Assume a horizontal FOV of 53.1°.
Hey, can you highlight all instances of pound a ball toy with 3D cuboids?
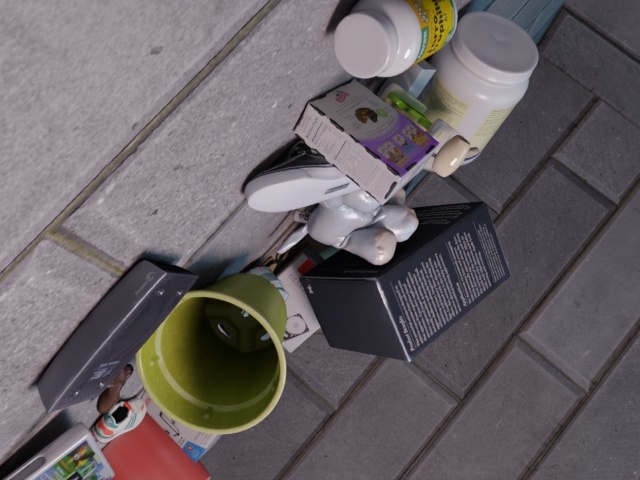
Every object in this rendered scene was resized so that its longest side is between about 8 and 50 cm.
[{"bbox_3d":[0.208,-0.186,1.293,0.136,0.208,0.319,-51,164,16],"label":"pound a ball toy"}]

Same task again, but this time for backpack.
[{"bbox_3d":[-0.152,0.144,1.523,0.152,0.115,0.182,-23,149,-45],"label":"backpack"}]

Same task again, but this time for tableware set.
[{"bbox_3d":[-0.107,0.055,1.655,0.194,0.039,0.128,-44,170,-36],"label":"tableware set"}]

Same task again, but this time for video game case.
[{"bbox_3d":[-0.523,0.476,1.145,0.300,0.036,0.329,-37,160,-27],"label":"video game case"}]

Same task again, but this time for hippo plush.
[{"bbox_3d":[0.059,-0.109,1.367,0.236,0.294,0.234,77,29,-47],"label":"hippo plush"}]

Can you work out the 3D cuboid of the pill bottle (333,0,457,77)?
[{"bbox_3d":[0.108,-0.306,0.929,0.208,0.117,0.117,-40,167,-46],"label":"pill bottle"}]

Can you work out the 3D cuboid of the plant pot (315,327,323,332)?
[{"bbox_3d":[0.005,0.153,1.922,0.280,0.323,0.323,-9,141,-51],"label":"plant pot"}]

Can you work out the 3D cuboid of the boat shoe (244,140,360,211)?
[{"bbox_3d":[-0.014,-0.131,1.138,0.301,0.102,0.108,-17,161,-33],"label":"boat shoe"}]

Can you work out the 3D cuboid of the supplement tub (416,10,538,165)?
[{"bbox_3d":[0.353,-0.360,1.554,0.235,0.235,0.325,-44,170,-34],"label":"supplement tub"}]

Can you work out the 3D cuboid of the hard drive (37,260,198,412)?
[{"bbox_3d":[-0.301,0.135,0.960,0.254,0.054,0.172,-50,172,1],"label":"hard drive"}]

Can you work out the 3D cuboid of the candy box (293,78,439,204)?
[{"bbox_3d":[0.081,-0.174,1.091,0.165,0.196,0.070,-40,167,-48],"label":"candy box"}]

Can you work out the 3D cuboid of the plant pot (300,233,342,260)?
[{"bbox_3d":[0.000,0.000,1.769,0.096,0.109,0.109,-33,166,-21],"label":"plant pot"}]

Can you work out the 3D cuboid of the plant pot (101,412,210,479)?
[{"bbox_3d":[-0.441,0.613,1.677,0.275,0.243,0.275,-48,171,-11],"label":"plant pot"}]

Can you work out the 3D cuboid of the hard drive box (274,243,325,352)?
[{"bbox_3d":[-0.058,0.154,1.709,0.232,0.181,0.089,-44,-174,18],"label":"hard drive box"}]

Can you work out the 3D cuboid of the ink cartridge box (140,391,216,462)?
[{"bbox_3d":[-0.316,0.396,1.514,0.086,0.203,0.148,-35,163,-52],"label":"ink cartridge box"}]

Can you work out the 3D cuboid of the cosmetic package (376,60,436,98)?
[{"bbox_3d":[0.147,-0.287,1.392,0.239,0.060,0.099,-54,165,26],"label":"cosmetic package"}]

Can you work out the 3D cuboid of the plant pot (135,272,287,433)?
[{"bbox_3d":[-0.175,0.185,1.242,0.276,0.276,0.254,-53,-178,18],"label":"plant pot"}]

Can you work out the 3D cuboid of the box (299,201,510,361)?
[{"bbox_3d":[0.208,0.086,1.556,0.395,0.212,0.293,-32,-163,-31],"label":"box"}]

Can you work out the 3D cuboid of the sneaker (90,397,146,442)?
[{"bbox_3d":[-0.417,0.374,1.383,0.075,0.057,0.161,-47,170,21],"label":"sneaker"}]

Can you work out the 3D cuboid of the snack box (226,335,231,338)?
[{"bbox_3d":[-0.311,0.384,1.824,0.187,0.060,0.322,-67,168,11],"label":"snack box"}]

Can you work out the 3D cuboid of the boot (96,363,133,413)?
[{"bbox_3d":[-0.384,0.265,1.150,0.106,0.037,0.114,-62,177,-10],"label":"boot"}]
